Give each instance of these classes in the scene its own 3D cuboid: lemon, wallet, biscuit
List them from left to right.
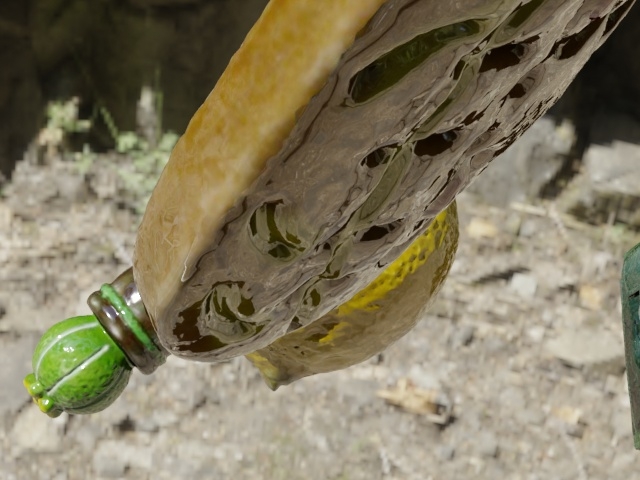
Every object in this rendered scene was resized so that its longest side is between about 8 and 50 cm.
[{"bbox_3d":[0.007,-0.005,1.306,0.253,0.228,0.228,-40,44,4],"label":"lemon"},{"bbox_3d":[0.077,-0.091,0.725,0.070,0.394,0.350,46,37,15],"label":"biscuit"},{"bbox_3d":[0.384,0.103,1.631,0.055,0.160,0.236,10,68,-20],"label":"wallet"}]

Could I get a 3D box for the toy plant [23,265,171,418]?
[{"bbox_3d":[-0.195,0.096,1.349,0.162,0.093,0.093,-41,50,-6],"label":"toy plant"}]
